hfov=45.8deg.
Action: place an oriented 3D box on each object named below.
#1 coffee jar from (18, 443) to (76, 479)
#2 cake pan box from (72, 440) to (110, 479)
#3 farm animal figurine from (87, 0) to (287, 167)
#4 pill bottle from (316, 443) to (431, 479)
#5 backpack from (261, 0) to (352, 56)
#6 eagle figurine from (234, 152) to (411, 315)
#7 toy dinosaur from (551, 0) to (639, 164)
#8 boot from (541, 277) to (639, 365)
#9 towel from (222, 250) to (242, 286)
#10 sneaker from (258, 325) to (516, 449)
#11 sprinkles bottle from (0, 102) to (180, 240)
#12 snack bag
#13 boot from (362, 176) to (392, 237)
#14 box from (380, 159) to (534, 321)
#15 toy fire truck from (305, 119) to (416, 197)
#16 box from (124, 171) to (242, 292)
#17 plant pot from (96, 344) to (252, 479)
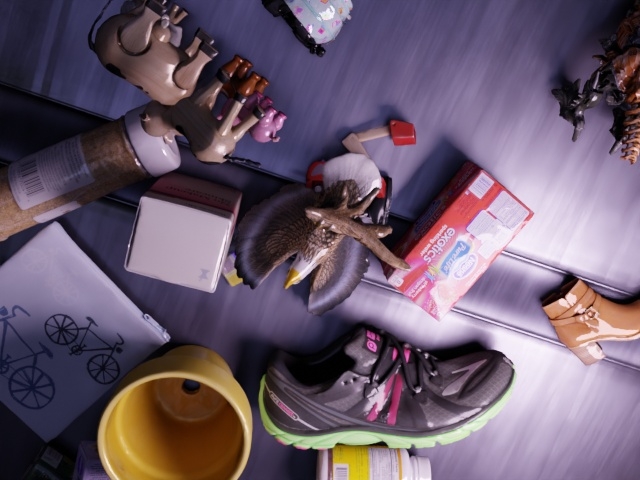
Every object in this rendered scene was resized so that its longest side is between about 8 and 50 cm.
[{"bbox_3d":[-0.486,0.482,1.473,0.184,0.079,0.096,36,102,-11],"label":"coffee jar"},{"bbox_3d":[-0.344,0.500,1.439,0.266,0.070,0.246,9,106,-33],"label":"cake pan box"},{"bbox_3d":[-0.220,-0.235,1.176,0.326,0.330,0.172,41,104,-12],"label":"farm animal figurine"},{"bbox_3d":[0.101,0.457,1.466,0.214,0.117,0.117,3,104,-3],"label":"pill bottle"},{"bbox_3d":[-0.018,-0.384,1.218,0.152,0.182,0.115,44,99,-10],"label":"backpack"},{"bbox_3d":[-0.009,0.006,1.303,0.225,0.298,0.227,-19,82,-22],"label":"eagle figurine"},{"bbox_3d":[0.500,-0.263,1.239,0.164,0.218,0.322,38,58,5],"label":"toy dinosaur"},{"bbox_3d":[0.528,0.126,1.422,0.197,0.073,0.152,-38,98,5],"label":"boot"},{"bbox_3d":[-0.147,0.045,1.410,0.083,0.009,0.060,-27,103,5],"label":"towel"},{"bbox_3d":[0.123,0.257,1.384,0.482,0.185,0.202,-7,108,-1],"label":"sneaker"},{"bbox_3d":[-0.425,-0.116,1.305,0.355,0.121,0.121,-22,104,4],"label":"sprinkles bottle"},{"bbox_3d":[-0.508,0.169,1.418,0.342,0.037,0.323,-40,102,8],"label":"snack bag"},{"bbox_3d":[0.076,-0.061,1.375,0.099,0.045,0.121,8,103,1],"label":"boot"},{"bbox_3d":[0.237,-0.001,1.352,0.128,0.123,0.257,37,100,-10],"label":"box"},{"bbox_3d":[0.070,-0.141,1.340,0.191,0.047,0.135,1,81,12],"label":"toy fire truck"},{"bbox_3d":[-0.223,-0.022,1.276,0.148,0.232,0.127,15,104,-6],"label":"box"},{"bbox_3d":[-0.245,0.304,1.354,0.253,0.239,0.254,-1,104,-2],"label":"plant pot"}]
